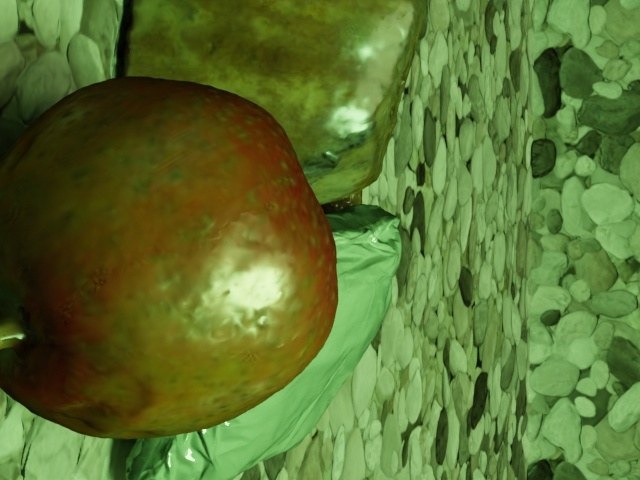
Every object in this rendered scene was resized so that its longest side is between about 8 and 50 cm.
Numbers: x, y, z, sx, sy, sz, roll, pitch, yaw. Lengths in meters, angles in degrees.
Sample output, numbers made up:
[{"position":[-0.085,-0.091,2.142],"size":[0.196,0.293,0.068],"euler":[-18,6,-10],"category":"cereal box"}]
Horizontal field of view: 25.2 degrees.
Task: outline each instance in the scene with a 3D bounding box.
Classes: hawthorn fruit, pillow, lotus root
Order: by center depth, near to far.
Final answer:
[{"position":[-0.146,0.023,1.027],"size":[0.298,0.277,0.277],"euler":[-29,122,-43],"category":"hawthorn fruit"},{"position":[-0.053,0.106,1.344],"size":[0.310,0.138,0.283],"euler":[-11,128,-60],"category":"pillow"},{"position":[-0.028,-0.149,1.345],"size":[0.316,0.250,0.316],"euler":[8,90,-78],"category":"lotus root"}]

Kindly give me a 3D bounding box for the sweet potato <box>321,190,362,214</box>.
[{"position":[-0.014,0.001,1.500],"size":[0.095,0.106,0.354],"euler":[-143,-114,-64],"category":"sweet potato"}]
